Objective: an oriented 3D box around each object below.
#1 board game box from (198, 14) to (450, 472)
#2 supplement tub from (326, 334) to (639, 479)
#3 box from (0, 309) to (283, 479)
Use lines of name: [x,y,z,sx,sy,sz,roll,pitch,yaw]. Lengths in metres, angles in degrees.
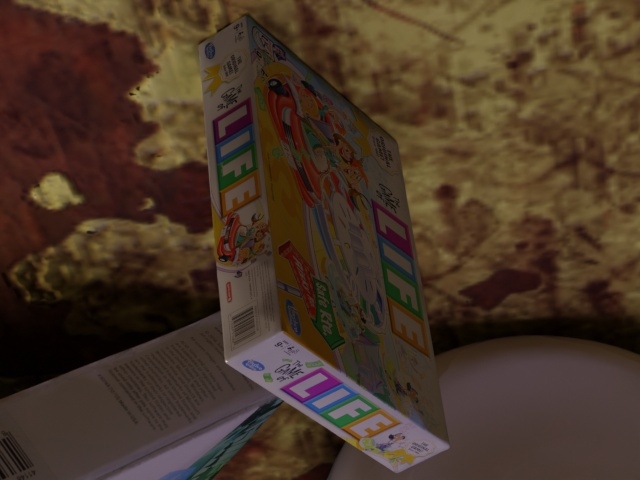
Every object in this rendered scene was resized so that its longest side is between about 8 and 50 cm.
board game box: [0.000,0.000,0.678,0.026,0.154,0.103,-29,137,24]
supplement tub: [0.102,0.222,0.912,0.228,0.228,0.316,-2,141,-7]
box: [-0.175,0.167,0.846,0.232,0.058,0.322,-21,160,-45]
